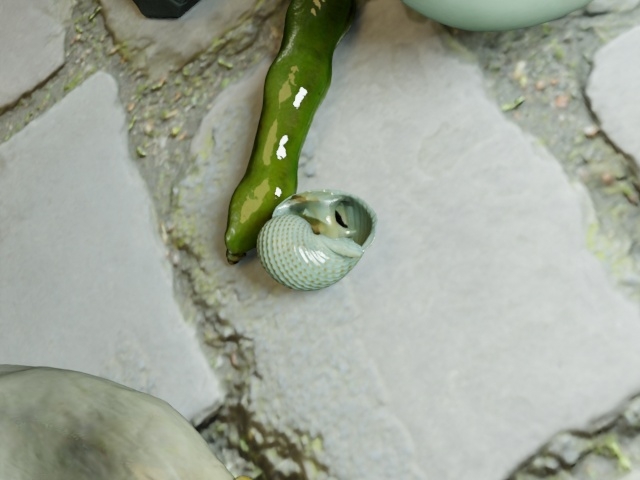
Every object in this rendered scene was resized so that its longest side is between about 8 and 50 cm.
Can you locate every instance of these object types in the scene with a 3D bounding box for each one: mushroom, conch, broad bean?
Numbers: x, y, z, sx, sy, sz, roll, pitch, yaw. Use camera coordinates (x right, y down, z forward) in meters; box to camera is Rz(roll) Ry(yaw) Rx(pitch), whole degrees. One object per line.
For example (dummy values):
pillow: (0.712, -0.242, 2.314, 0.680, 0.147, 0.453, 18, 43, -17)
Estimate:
mushroom: (-0.187, 0.150, 0.773, 0.351, 0.097, 0.109, 7, 70, 35)
conch: (0.000, 0.002, 0.740, 0.085, 0.056, 0.076, 14, 55, 19)
broad bean: (-0.023, -0.102, 0.814, 0.053, 0.052, 0.256, 148, 140, -74)

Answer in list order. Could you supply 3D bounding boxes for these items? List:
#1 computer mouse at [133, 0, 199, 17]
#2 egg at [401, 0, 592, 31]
computer mouse: (-0.161, -0.292, 0.988, 0.126, 0.071, 0.231, -48, 49, 5)
egg: (0.152, -0.301, 0.671, 0.230, 0.230, 0.371, 19, 73, 40)
